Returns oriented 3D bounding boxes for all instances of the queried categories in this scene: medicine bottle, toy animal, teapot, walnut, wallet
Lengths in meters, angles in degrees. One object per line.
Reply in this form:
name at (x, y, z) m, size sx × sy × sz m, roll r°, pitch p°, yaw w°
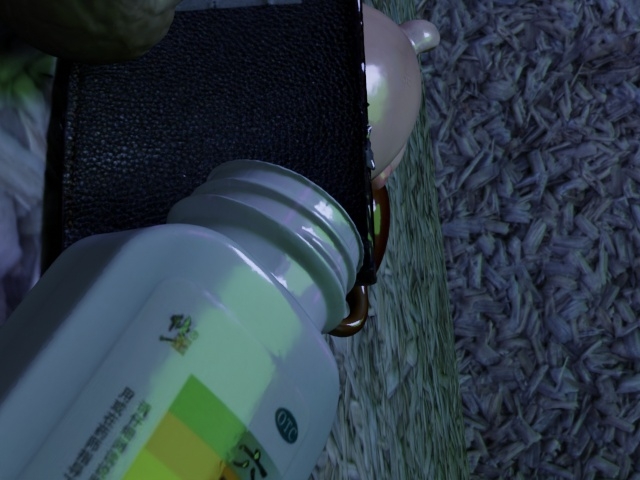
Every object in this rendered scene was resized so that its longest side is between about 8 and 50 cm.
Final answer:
medicine bottle at (-0.093, 0.103, 0.508) m, size 0.179 × 0.124 × 0.324 m, roll 52°, pitch 51°, yaw -27°
toy animal at (-0.008, -0.118, 0.908) m, size 0.345 × 0.247 × 0.277 m, roll -76°, pitch 157°, yaw -54°
teapot at (0.000, 0.000, 1.131) m, size 0.178 × 0.135 × 0.252 m, roll 116°, pitch -25°, yaw -50°
walnut at (-0.150, -0.184, 0.627) m, size 0.162 × 0.140 × 0.140 m, roll 16°, pitch 68°, yaw -62°
wallet at (-0.073, -0.087, 0.704) m, size 0.071 × 0.221 × 0.262 m, roll 70°, pitch 17°, yaw -72°
